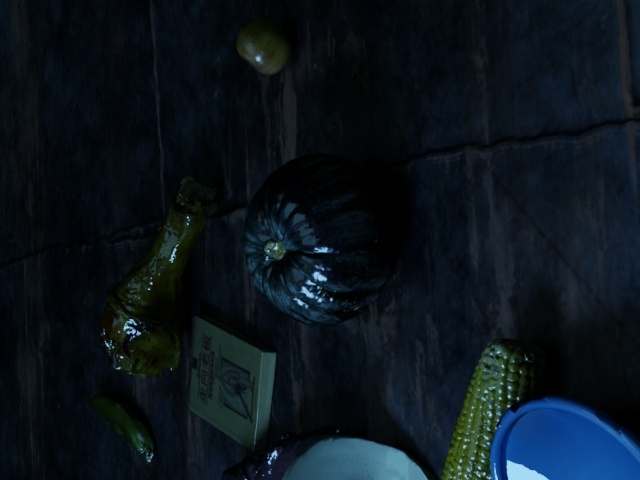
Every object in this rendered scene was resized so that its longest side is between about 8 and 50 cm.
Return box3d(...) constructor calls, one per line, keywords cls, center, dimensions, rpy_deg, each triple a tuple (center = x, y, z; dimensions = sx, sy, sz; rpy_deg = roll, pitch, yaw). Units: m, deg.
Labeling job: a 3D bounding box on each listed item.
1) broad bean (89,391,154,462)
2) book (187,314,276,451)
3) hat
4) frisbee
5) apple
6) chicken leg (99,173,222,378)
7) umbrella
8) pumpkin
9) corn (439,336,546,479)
box3d(cls="broad bean", center=(-0.361, 0.321, 2.283), dimensions=(0.254, 0.046, 0.065), rpy_deg=(27, 125, 53))
box3d(cls="book", center=(-0.143, 0.216, 1.965), dimensions=(0.231, 0.026, 0.161), rpy_deg=(19, 106, 56))
box3d(cls="hat", center=(0.024, 0.394, 1.576), dimensions=(0.168, 0.257, 0.301), rpy_deg=(111, 171, -74))
box3d(cls="frisbee", center=(0.273, 0.260, 1.275), dimensions=(0.242, 0.045, 0.242), rpy_deg=(31, 133, 39))
box3d(cls="apple", center=(-0.079, -0.281, 1.818), dimensions=(0.071, 0.084, 0.084), rpy_deg=(-47, 44, 6))
box3d(cls="chicken leg", center=(-0.267, 0.083, 2.021), dimensions=(0.211, 0.140, 0.361), rpy_deg=(-91, 19, -51))
box3d(cls="umbrella", center=(-0.051, 0.323, 1.770), dimensions=(0.326, 0.094, 0.090), rpy_deg=(-35, 17, 54))
box3d(cls="pumpkin", center=(0.000, 0.000, 1.623), dimensions=(0.220, 0.161, 0.221), rpy_deg=(22, 118, 49))
box3d(cls="corn", center=(0.180, 0.257, 1.408), dimensions=(0.097, 0.097, 0.320), rpy_deg=(35, 117, 52))
